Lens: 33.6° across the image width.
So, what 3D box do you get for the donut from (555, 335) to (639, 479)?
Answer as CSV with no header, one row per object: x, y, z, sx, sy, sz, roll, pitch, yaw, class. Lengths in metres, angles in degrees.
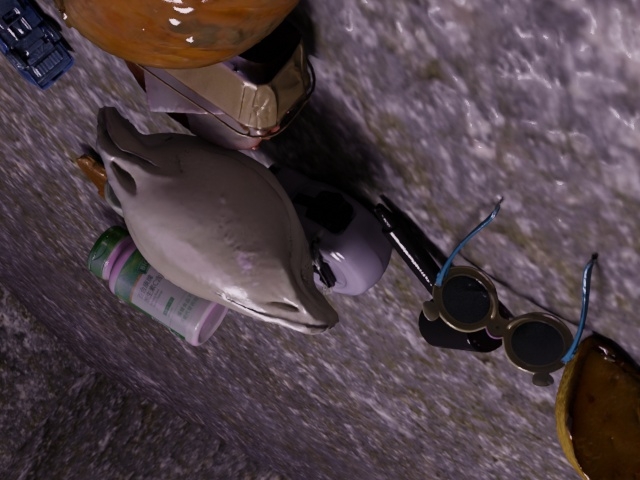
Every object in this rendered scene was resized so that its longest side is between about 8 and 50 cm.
0.375,0.251,1.305,0.259,0.152,0.101,41,167,-8,donut

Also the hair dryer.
0.132,0.049,1.377,0.248,0.070,0.114,49,156,-21,hair dryer

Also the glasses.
0.239,0.046,1.238,0.190,0.088,0.220,32,140,12,glasses

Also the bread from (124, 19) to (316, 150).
-0.121,-0.190,1.135,0.224,0.142,0.212,36,158,0,bread

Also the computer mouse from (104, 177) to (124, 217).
-0.273,-0.054,1.764,0.182,0.089,0.056,34,170,-3,computer mouse

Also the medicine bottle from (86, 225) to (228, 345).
-0.316,0.081,2.059,0.274,0.133,0.133,31,159,13,medicine bottle

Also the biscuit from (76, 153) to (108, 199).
-0.341,-0.070,1.906,0.162,0.035,0.250,16,152,54,biscuit

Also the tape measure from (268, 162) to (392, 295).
0.002,-0.001,1.412,0.178,0.105,0.196,17,152,39,tape measure

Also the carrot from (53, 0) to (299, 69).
-0.088,-0.263,0.820,0.224,0.224,0.341,42,152,-17,carrot

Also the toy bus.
-0.440,-0.319,1.466,0.094,0.079,0.236,39,167,45,toy bus

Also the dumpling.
-0.120,-0.023,1.286,0.341,0.181,0.260,19,-176,-2,dumpling
